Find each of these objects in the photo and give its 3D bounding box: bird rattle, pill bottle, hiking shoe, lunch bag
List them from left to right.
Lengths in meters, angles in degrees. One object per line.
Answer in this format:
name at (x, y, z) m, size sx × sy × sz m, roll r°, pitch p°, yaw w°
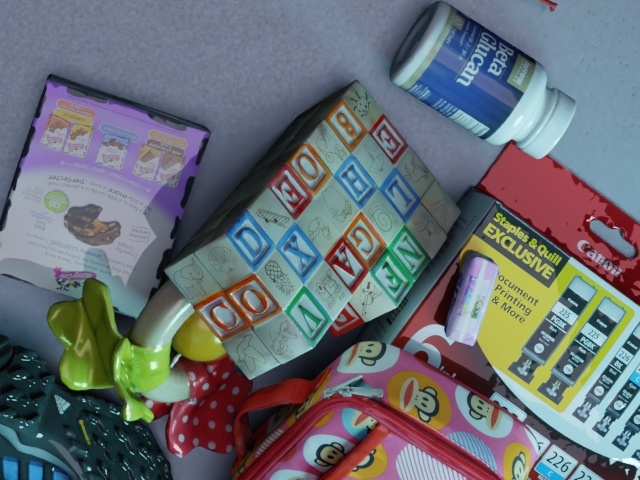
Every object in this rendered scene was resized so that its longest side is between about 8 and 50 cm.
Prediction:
hiking shoe at (-0.266, 0.203, 1.852) m, size 0.132 × 0.113 × 0.304 m, roll -22°, pitch 123°, yaw 41°
bird rattle at (-0.119, 0.106, 1.773) m, size 0.207 × 0.143 × 0.253 m, roll -50°, pitch 142°, yaw 9°
lunch bag at (0.037, 0.223, 1.803) m, size 0.258 × 0.120 × 0.293 m, roll 33°, pitch 134°, yaw -9°
pill bottle at (0.160, -0.152, 1.830) m, size 0.169 × 0.094 × 0.094 m, roll 31°, pitch 95°, yaw -11°

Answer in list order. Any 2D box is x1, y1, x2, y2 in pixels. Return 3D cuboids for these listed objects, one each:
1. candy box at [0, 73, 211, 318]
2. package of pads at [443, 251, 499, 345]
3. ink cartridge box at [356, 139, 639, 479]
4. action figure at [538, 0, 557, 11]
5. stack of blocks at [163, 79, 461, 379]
candy box at (-0.216, -0.041, 1.820) m, size 0.165 × 0.070 × 0.196 m, roll 18°, pitch 97°, yaw -10°
package of pads at (0.140, 0.054, 1.755) m, size 0.032 × 0.050 × 0.083 m, roll 17°, pitch 96°, yaw 0°
ink cartridge box at (0.241, 0.091, 1.864) m, size 0.309 × 0.130 × 0.272 m, roll 35°, pitch 94°, yaw -10°
action figure at (0.180, -0.259, 1.848) m, size 0.115 × 0.030 × 0.038 m, roll 23°, pitch 91°, yaw -5°
stack of blocks at (0.000, 0.000, 1.741) m, size 0.087 × 0.297 × 0.171 m, roll -29°, pitch 104°, yaw 38°
